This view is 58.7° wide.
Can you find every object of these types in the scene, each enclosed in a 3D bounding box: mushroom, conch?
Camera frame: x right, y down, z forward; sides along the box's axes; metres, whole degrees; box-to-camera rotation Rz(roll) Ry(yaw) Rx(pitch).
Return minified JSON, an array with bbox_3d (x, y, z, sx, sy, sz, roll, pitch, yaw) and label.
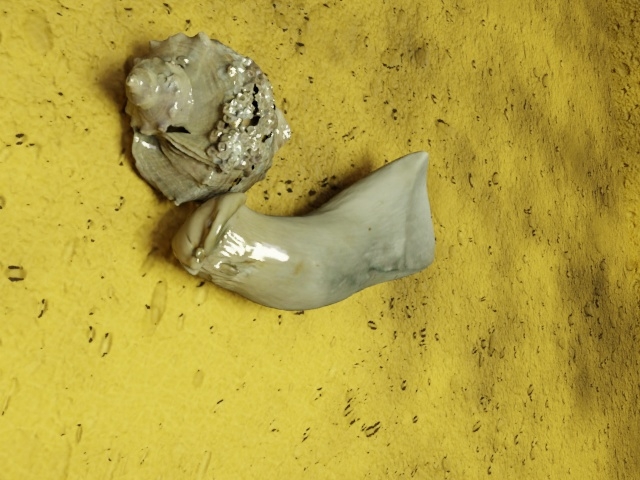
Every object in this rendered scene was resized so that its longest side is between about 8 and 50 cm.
[{"bbox_3d":[-0.001,0.000,0.723,0.397,0.126,0.177,-20,114,-43],"label":"mushroom"},{"bbox_3d":[-0.118,-0.127,0.651,0.245,0.163,0.178,7,117,-57],"label":"conch"}]
